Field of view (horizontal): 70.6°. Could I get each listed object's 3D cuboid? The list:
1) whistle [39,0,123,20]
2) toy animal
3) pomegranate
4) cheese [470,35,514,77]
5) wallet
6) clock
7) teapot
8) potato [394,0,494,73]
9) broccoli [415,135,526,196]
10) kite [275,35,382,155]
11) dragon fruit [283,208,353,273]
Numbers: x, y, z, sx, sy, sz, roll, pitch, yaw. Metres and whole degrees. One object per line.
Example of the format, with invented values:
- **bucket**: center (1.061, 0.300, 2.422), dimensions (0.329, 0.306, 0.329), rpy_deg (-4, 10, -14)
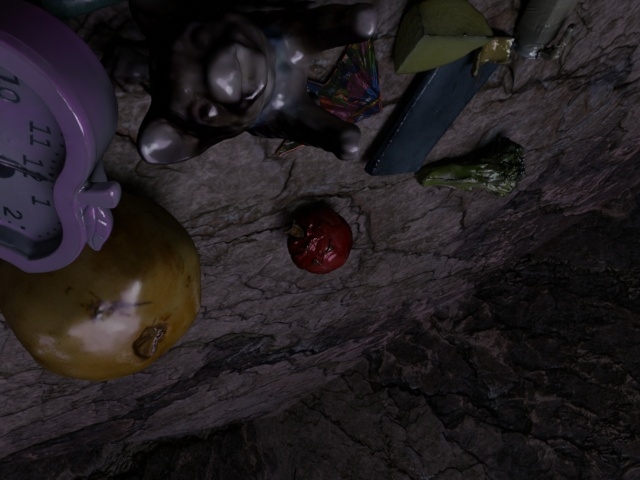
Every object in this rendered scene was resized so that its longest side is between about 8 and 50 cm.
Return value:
- **whistle**: center (-0.242, -0.311, 0.548), dimensions (0.186, 0.039, 0.039), rpy_deg (-23, 152, -7)
- **toy animal**: center (-0.125, -0.199, 0.539), dimensions (0.302, 0.344, 0.194), rpy_deg (-4, 113, -11)
- **pomegranate**: center (-0.379, 0.073, 0.801), dimensions (0.332, 0.333, 0.333), rpy_deg (-21, 151, -12)
- **cheese**: center (0.326, -0.358, 0.869), dimensions (0.084, 0.041, 0.060), rpy_deg (-21, 144, -5)
- **wallet**: center (0.246, -0.289, 0.996), dimensions (0.190, 0.046, 0.379), rpy_deg (-8, 145, -36)
- **clock**: center (-0.387, -0.115, 0.527), dimensions (0.338, 0.102, 0.339), rpy_deg (2, 133, 2)
- **teapot**: center (0.449, -0.439, 0.853), dimensions (0.077, 0.107, 0.200), rpy_deg (-28, 154, -20)
- **potato**: center (0.210, -0.367, 0.816), dimensions (0.149, 0.081, 0.120), rpy_deg (-8, 173, -20)
- **broccoli**: center (0.409, -0.191, 1.241), dimensions (0.303, 0.146, 0.165), rpy_deg (-10, 159, -9)
- **kite**: center (0.039, -0.273, 0.883), dimensions (0.233, 0.016, 0.321), rpy_deg (0, 143, -43)
- **dragon fruit**: center (0.000, 0.000, 1.151), dimensions (0.172, 0.172, 0.209), rpy_deg (-32, 162, 10)
